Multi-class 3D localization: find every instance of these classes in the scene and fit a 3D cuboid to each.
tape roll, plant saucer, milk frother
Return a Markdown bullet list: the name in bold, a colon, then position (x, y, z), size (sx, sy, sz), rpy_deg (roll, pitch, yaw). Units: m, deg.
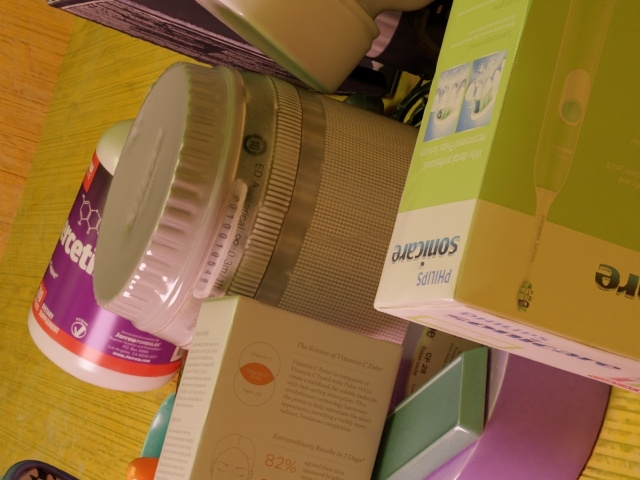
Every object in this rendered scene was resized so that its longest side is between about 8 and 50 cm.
- **tape roll**: position (0.120, 0.101, 1.377), size (0.189, 0.080, 0.189), rpy_deg (-163, 90, -72)
- **plant saucer**: position (0.060, 0.136, 1.362), size (0.192, 0.018, 0.067), rpy_deg (-45, 33, 52)
- **milk frother**: position (0.046, -0.171, 1.751), size (0.143, 0.134, 0.129), rpy_deg (-113, 43, -63)

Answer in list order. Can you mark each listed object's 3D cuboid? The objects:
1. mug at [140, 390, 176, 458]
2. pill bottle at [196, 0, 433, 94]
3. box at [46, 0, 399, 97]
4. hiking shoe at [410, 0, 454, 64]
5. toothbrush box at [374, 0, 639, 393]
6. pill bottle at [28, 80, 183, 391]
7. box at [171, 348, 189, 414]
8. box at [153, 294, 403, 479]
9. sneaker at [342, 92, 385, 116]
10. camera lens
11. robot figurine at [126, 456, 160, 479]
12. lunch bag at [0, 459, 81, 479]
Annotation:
- **mug**: position (-0.104, 0.214, 1.882), size (0.157, 0.097, 0.129), rpy_deg (-19, 55, 67)
- **pill bottle**: position (0.055, -0.323, 1.560), size (0.392, 0.224, 0.224), rpy_deg (-52, 19, -1)
- **box**: position (-0.081, -0.268, 1.954), size (0.294, 0.296, 0.183), rpy_deg (18, 89, 71)
- **hiking shoe**: position (0.131, -0.216, 1.629), size (0.227, 0.086, 0.114), rpy_deg (-99, 32, -50)
- **toothbrush box**: position (0.176, -0.067, 1.171), size (0.122, 0.206, 0.283), rpy_deg (167, 119, -68)
- **pill bottle**: position (-0.189, -0.006, 2.197), size (0.181, 0.181, 0.323), rpy_deg (-113, 44, -63)
- **box**: position (-0.060, 0.193, 1.728), size (0.122, 0.128, 0.257), rpy_deg (134, 148, -56)
- **box**: position (-0.034, 0.137, 1.396), size (0.091, 0.130, 0.171), rpy_deg (170, 117, -70)
- **sneaker**: position (-0.058, -0.040, 1.883), size (0.106, 0.162, 0.281), rpy_deg (-96, 30, -51)
- **camera lens**: position (-0.014, -0.003, 1.544), size (0.219, 0.274, 0.219), rpy_deg (-162, 90, -71)
- **robot figurine**: position (-0.046, 0.224, 1.549), size (0.158, 0.219, 0.128), rpy_deg (-70, -14, -69)
- **lunch bag**: position (-0.199, 0.328, 1.721), size (0.115, 0.303, 0.243), rpy_deg (-27, 43, 37)
